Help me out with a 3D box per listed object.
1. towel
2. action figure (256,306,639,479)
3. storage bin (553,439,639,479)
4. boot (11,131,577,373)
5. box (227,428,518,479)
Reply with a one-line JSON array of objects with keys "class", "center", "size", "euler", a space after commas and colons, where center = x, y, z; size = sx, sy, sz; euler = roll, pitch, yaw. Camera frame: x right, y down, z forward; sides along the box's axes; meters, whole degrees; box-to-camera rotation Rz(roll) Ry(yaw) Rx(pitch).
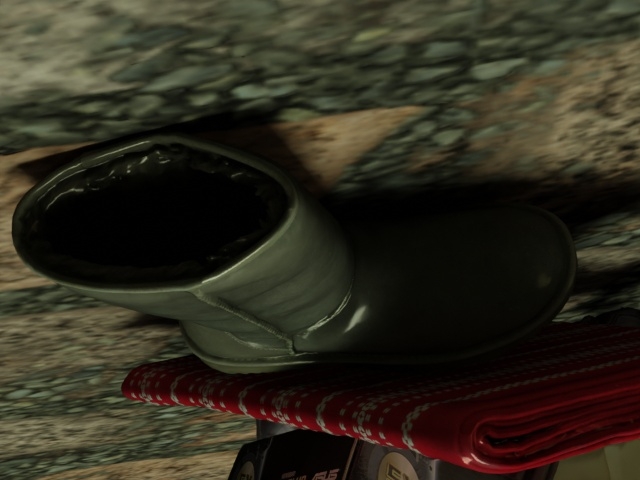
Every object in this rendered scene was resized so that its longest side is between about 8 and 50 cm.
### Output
[{"class": "towel", "center": [0.057, 0.066, 0.899], "size": [0.199, 0.031, 0.275], "euler": [-8, -174, -35]}, {"class": "action figure", "center": [0.109, 0.093, 1.096], "size": [0.285, 0.099, 0.185], "euler": [-14, 177, 33]}, {"class": "storage bin", "center": [0.227, 0.158, 1.424], "size": [0.262, 0.123, 0.260], "euler": [-19, 163, 33]}, {"class": "boot", "center": [0.001, 0.002, 0.745], "size": [0.190, 0.076, 0.208], "euler": [-14, 160, 6]}, {"class": "box", "center": [0.052, 0.164, 1.000], "size": [0.180, 0.077, 0.147], "euler": [26, 158, -19]}]
